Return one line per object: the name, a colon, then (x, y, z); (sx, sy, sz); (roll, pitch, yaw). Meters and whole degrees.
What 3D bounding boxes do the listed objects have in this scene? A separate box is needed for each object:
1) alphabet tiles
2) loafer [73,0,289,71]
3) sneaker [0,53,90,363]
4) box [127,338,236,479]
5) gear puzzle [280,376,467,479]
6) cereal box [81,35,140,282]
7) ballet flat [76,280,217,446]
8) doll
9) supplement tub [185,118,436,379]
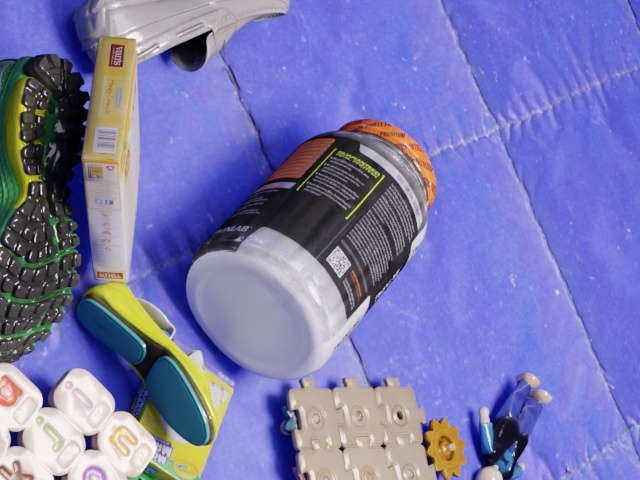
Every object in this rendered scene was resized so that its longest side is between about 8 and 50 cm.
alphabet tiles: (-0.298, 0.281, 1.662); (0.278, 0.021, 0.284); (48, 57, -19)
loafer: (-0.166, -0.268, 1.966); (0.319, 0.112, 0.111); (-17, 91, -38)
sneaker: (-0.347, -0.030, 1.698); (0.134, 0.146, 0.343); (19, 75, -56)
box: (-0.174, 0.217, 1.816); (0.105, 0.043, 0.179); (38, 54, -25)
gear puzzle: (0.074, 0.268, 2.037); (0.339, 0.044, 0.175); (5, 70, -45)
cereal box: (-0.232, -0.087, 1.739); (0.047, 0.240, 0.173); (4, 56, -3)
ballet flat: (-0.181, 0.132, 1.778); (0.231, 0.077, 0.077); (46, 39, 12)
doll: (0.264, 0.277, 2.203); (0.129, 0.046, 0.189); (51, 53, -29)
supplement tub: (0.000, 0.000, 1.944); (0.207, 0.207, 0.338); (55, 47, -13)
